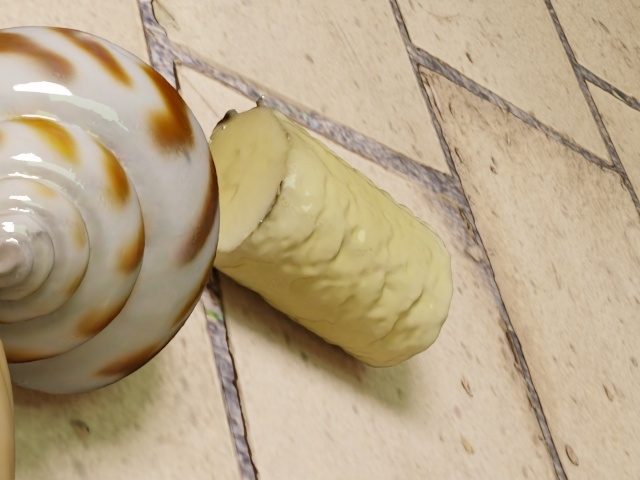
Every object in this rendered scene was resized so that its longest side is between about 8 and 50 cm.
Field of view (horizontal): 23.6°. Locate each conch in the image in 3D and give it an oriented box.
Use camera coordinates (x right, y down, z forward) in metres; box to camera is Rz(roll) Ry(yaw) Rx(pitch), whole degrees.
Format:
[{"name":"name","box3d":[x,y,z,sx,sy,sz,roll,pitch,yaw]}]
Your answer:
[{"name":"conch","box3d":[-0.130,-0.016,0.736,0.183,0.149,0.275,42,27,-7]}]

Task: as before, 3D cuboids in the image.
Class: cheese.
[{"name":"cheese","box3d":[0.000,0.000,0.968,0.167,0.094,0.123,35,23,-36]}]

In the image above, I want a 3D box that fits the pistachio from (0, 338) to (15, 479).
[{"name":"pistachio","box3d":[-0.205,0.037,0.549,0.181,0.162,0.293,79,-12,-69]}]
